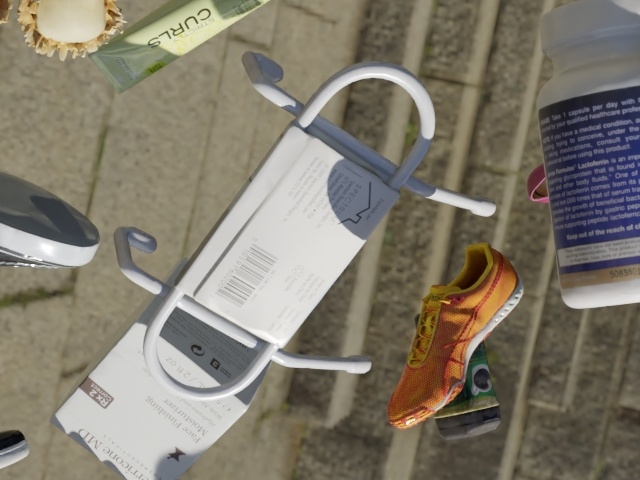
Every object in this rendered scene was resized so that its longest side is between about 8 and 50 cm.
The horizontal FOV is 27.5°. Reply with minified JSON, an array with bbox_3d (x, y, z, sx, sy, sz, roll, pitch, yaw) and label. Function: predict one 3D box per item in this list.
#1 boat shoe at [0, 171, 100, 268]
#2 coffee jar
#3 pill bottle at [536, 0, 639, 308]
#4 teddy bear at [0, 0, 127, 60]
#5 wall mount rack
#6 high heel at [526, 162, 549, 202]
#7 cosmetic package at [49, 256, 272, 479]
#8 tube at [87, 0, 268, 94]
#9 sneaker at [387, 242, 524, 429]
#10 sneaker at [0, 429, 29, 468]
[{"bbox_3d":[-0.368,-0.013,1.238,0.113,0.306,0.105,-111,-140,-60],"label":"boat shoe"},{"bbox_3d":[0.193,0.184,1.835,0.096,0.079,0.184,-2,78,-51],"label":"coffee jar"},{"bbox_3d":[0.274,-0.078,1.168,0.153,0.153,0.265,3,79,-76],"label":"pill bottle"},{"bbox_3d":[-0.236,-0.306,1.031,0.113,0.245,0.338,161,-85,-72],"label":"teddy bear"},{"bbox_3d":[0.000,0.000,1.174,0.350,0.304,0.130,-52,-156,14],"label":"wall mount rack"},{"bbox_3d":[0.419,-0.133,1.972,0.082,0.244,0.117,60,26,-11],"label":"high heel"},{"bbox_3d":[-0.166,0.151,1.433,0.184,0.151,0.151,-47,-173,28],"label":"cosmetic package"},{"bbox_3d":[-0.141,-0.247,1.458,0.070,0.240,0.062,58,-1,-23],"label":"tube"},{"bbox_3d":[0.098,0.076,1.070,0.064,0.067,0.175,-10,-139,57],"label":"sneaker"},{"bbox_3d":[-0.402,0.180,1.277,0.079,0.216,0.121,161,-81,-83],"label":"sneaker"}]
